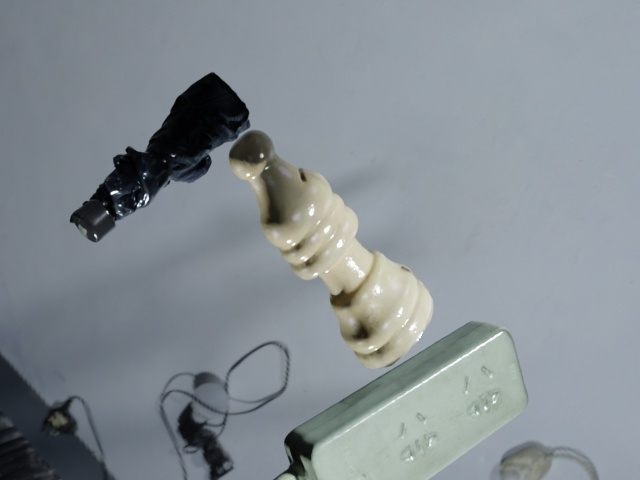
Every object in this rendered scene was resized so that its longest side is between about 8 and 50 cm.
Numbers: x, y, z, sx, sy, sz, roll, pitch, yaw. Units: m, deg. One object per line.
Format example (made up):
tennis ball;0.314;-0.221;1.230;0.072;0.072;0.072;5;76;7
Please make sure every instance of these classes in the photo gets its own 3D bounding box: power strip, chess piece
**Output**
power strip;0.062;0.170;0.720;0.053;0.288;0.093;11;123;57
chess piece;0.000;0.000;0.978;0.307;0.138;0.124;49;155;-18

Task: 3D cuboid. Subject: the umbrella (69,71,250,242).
umbrella;-0.165;-0.078;0.842;0.071;0.224;0.080;-12;122;53
